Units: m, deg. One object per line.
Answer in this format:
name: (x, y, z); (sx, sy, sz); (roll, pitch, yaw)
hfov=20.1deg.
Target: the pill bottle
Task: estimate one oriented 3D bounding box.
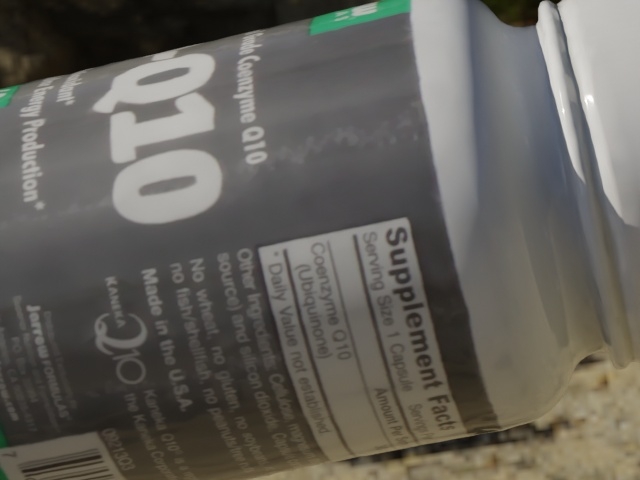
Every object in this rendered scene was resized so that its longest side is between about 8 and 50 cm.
pill bottle: (0.000, 0.000, 0.839); (0.361, 0.204, 0.204); (-12, 6, 7)
